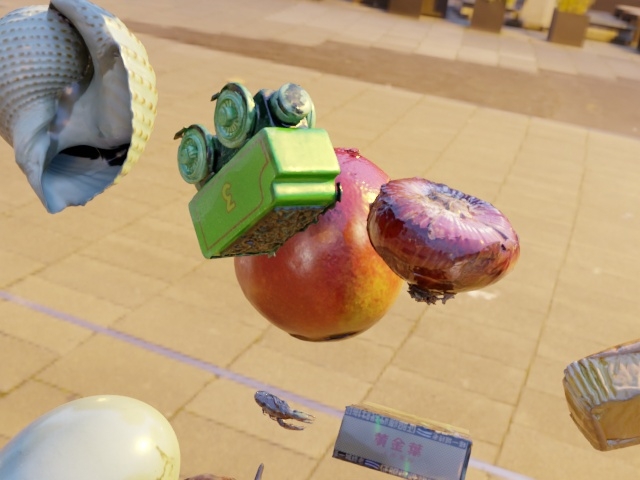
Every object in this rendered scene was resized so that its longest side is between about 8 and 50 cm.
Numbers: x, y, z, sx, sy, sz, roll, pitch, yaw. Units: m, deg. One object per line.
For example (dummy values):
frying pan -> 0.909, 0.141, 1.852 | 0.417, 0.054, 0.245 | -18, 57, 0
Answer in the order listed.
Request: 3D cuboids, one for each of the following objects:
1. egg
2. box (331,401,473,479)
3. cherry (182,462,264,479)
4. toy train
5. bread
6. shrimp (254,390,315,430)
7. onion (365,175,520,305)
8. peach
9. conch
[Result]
egg -> -0.282, 0.284, 1.004 | 0.264, 0.182, 0.183 | -31, 40, -28
box -> 0.142, 0.329, 1.440 | 0.198, 0.084, 0.310 | 15, -7, 11
cherry -> -0.103, 0.338, 0.920 | 0.195, 0.195, 0.195 | 7, 21, -3
toy train -> -0.085, -0.091, 1.154 | 0.132, 0.243, 0.188 | -5, 67, -40
bread -> 0.507, 0.215, 1.300 | 0.288, 0.152, 0.119 | -18, 33, 10
shrimp -> -0.053, 0.242, 1.239 | 0.092, 0.038, 0.029 | 25, 31, 14
onion -> 0.167, 0.011, 1.265 | 0.230, 0.163, 0.230 | 10, 24, -5
peach -> 0.000, 0.000, 1.654 | 0.370, 0.370, 0.370 | 7, 21, -3
conch -> -0.372, -0.218, 1.378 | 0.303, 0.319, 0.215 | -11, 8, 26
